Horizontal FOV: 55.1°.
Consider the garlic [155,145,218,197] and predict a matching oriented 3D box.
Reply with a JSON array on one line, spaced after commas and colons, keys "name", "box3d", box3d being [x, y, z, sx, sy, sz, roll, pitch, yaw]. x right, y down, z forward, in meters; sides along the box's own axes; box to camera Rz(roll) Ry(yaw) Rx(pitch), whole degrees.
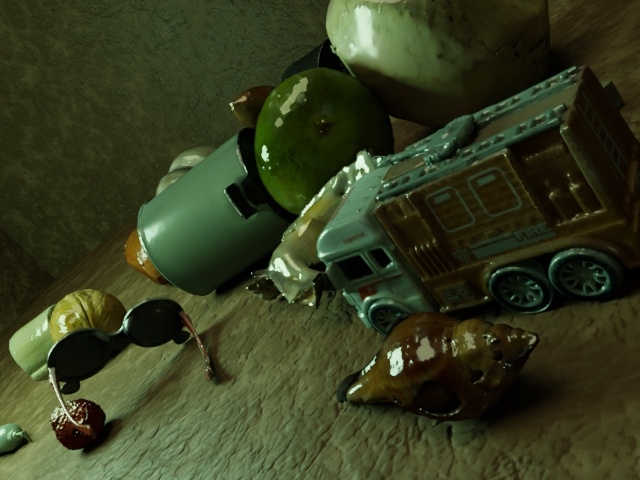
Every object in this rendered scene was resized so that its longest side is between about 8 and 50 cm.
[{"name": "garlic", "box3d": [-0.271, -0.108, 1.486, 0.292, 0.237, 0.210, -8, 52, 29]}]

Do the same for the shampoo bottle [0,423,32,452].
[{"name": "shampoo bottle", "box3d": [-0.654, 0.410, 1.274, 0.195, 0.056, 0.056, -25, 23, 40]}]

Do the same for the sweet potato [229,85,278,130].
[{"name": "sweet potato", "box3d": [-0.009, -0.219, 1.173, 0.109, 0.109, 0.385, -24, -19, 40]}]

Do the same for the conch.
[{"name": "conch", "box3d": [0.080, 0.100, 0.510, 0.086, 0.080, 0.233, -39, 15, -25]}]

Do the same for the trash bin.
[{"name": "trash bin", "box3d": [-0.173, -0.050, 1.149, 0.263, 0.217, 0.277, -32, 4, 22]}]

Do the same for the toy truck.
[{"name": "toy truck", "box3d": [0.132, -0.024, 0.565, 0.305, 0.162, 0.136, -22, 25, 44]}]

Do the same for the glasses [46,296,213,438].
[{"name": "glasses", "box3d": [-0.282, 0.210, 0.936, 0.234, 0.118, 0.268, -22, 31, -21]}]

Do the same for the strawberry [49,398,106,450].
[{"name": "strawberry", "box3d": [-0.386, 0.293, 0.986, 0.096, 0.083, 0.083, -5, 38, 47]}]

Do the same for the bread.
[{"name": "bread", "box3d": [-0.662, 0.251, 1.518, 0.141, 0.148, 0.134, -35, 0, 12]}]

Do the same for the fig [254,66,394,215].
[{"name": "fig", "box3d": [0.026, -0.138, 1.016, 0.233, 0.233, 0.314, -35, -24, 15]}]

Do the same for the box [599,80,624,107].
[{"name": "box", "box3d": [0.304, -0.155, 0.744, 0.079, 0.035, 0.083, -40, 17, -2]}]

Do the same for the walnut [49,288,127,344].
[{"name": "walnut", "box3d": [-0.516, 0.187, 1.369, 0.165, 0.165, 0.197, -49, 20, -25]}]

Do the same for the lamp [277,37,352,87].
[{"name": "lamp", "box3d": [0.030, -0.434, 1.688, 0.374, 0.205, 0.272, -34, 13, -12]}]

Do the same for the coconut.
[{"name": "coconut", "box3d": [0.192, -0.338, 0.978, 0.353, 0.352, 0.352, -35, 18, 14]}]

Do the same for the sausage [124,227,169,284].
[{"name": "sausage", "box3d": [-0.397, 0.026, 1.518, 0.141, 0.153, 0.268, -56, 22, -15]}]

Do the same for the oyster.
[{"name": "oyster", "box3d": [0.009, 0.006, 0.827, 0.275, 0.100, 0.271, -50, 12, 6]}]
